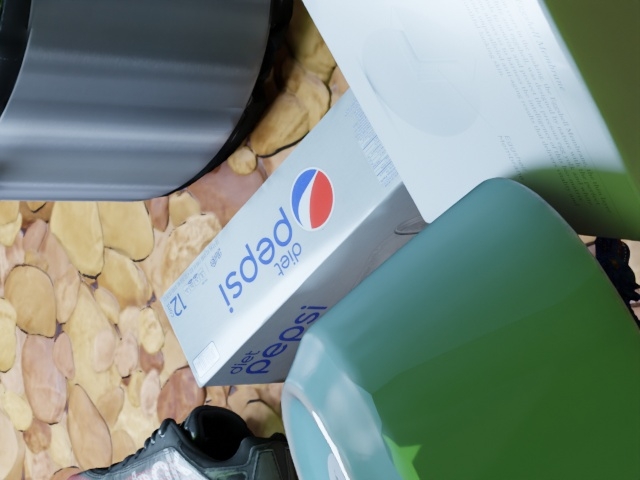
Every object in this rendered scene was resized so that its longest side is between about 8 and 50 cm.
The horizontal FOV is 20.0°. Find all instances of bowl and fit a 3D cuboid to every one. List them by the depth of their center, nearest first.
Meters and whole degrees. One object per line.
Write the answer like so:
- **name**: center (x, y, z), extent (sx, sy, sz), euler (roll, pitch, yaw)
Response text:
- **bowl**: center (0.084, 0.134, 1.050), extent (0.311, 0.163, 0.311), euler (159, 90, -78)

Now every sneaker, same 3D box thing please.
- **sneaker**: center (-0.118, 0.202, 1.524), extent (0.276, 0.098, 0.135), euler (-1, 90, 43)

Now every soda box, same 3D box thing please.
- **soda box**: center (0.000, 0.000, 1.404), extent (0.286, 0.098, 0.091), euler (-46, 58, 34)

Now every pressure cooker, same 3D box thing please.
- **pressure cooker**: center (-0.279, -0.216, 1.457), extent (0.370, 0.420, 0.375), euler (44, 120, 34)

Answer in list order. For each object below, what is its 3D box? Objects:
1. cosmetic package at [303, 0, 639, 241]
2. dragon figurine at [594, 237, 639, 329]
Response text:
- **cosmetic package**: center (0.124, -0.130, 1.083), extent (0.225, 0.138, 0.224), euler (9, 134, 57)
- **dragon figurine**: center (0.211, 0.139, 1.161), extent (0.085, 0.144, 0.289), euler (-19, 77, 44)
